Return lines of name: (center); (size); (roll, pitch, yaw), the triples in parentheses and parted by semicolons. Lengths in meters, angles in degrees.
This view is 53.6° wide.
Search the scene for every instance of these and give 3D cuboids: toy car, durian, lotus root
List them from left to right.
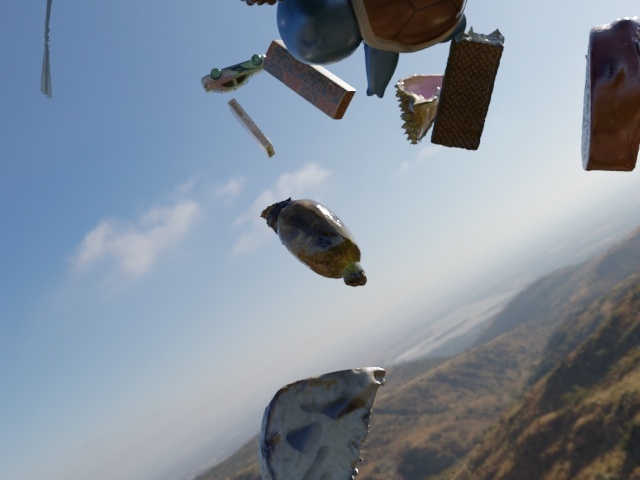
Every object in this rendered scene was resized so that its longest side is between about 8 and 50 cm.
toy car: (-0.269, -0.524, 2.020); (0.224, 0.076, 0.090); (-21, 3, -7)
lotus root: (-0.008, 0.298, 0.971); (0.074, 0.170, 0.260); (109, 179, -60)
lotus root: (0.000, 0.000, 1.502); (0.141, 0.314, 0.169); (-49, -22, -3)
durian: (0.315, -0.401, 1.970); (0.186, 0.195, 0.305); (8, 40, 20)

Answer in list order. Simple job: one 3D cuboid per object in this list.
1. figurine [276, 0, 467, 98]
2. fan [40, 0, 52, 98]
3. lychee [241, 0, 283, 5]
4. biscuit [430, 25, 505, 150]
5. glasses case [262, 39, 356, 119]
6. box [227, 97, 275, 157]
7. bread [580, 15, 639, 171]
figurine: (0.135, -0.402, 1.051); (0.417, 0.297, 0.243); (-18, 19, 7)
fan: (-0.433, -0.427, 1.022); (0.012, 0.233, 0.414); (-25, -36, -49)
lychee: (-0.056, -0.466, 0.798); (0.306, 0.306, 0.330); (-12, -52, -67)
biscuit: (0.304, -0.314, 1.317); (0.070, 0.106, 0.252); (-66, -14, -56)
glasses case: (-0.029, -0.355, 1.397); (0.049, 0.218, 0.075); (-23, -33, -56)
box: (-0.105, -0.170, 0.967); (0.015, 0.093, 0.058); (-39, -7, -3)
bread: (0.627, -0.300, 1.363); (0.114, 0.295, 0.327); (3, -30, 20)
